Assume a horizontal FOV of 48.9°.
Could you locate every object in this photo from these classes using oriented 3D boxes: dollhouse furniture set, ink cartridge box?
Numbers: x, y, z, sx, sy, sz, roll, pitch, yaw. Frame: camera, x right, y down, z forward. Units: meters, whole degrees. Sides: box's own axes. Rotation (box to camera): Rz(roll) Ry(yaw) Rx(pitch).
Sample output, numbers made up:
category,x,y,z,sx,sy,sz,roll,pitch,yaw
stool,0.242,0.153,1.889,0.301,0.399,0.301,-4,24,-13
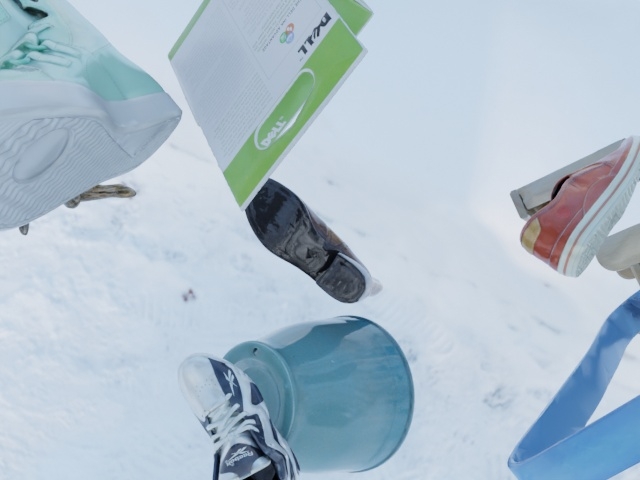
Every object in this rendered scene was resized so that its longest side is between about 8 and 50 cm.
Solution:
category,x,y,z,sx,sy,sz,roll,pitch,yaw
dollhouse furniture set,0.610,0.028,1.479,0.257,0.362,0.393,-27,73,23
ink cartridge box,-0.035,-0.164,0.683,0.097,0.188,0.255,16,35,-43

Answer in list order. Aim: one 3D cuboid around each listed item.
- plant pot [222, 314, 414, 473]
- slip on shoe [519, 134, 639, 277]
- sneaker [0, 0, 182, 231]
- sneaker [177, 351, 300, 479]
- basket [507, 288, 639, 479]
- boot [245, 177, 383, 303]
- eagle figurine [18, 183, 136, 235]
category,x,y,z,sx,sy,sz,roll,pitch,yaw
plant pot,-0.030,0.256,1.146,0.255,0.271,0.271,9,40,-50
slip on shoe,0.401,-0.069,1.045,0.101,0.123,0.331,27,49,28
sneaker,-0.191,-0.095,0.414,0.151,0.094,0.256,43,14,-3
sneaker,-0.112,0.253,0.917,0.094,0.153,0.234,-30,90,-3
basket,0.238,0.010,0.353,0.201,0.289,0.255,53,39,7
boot,0.000,0.000,1.216,0.264,0.280,0.096,37,96,8
eagle figurine,-0.377,-0.172,0.833,0.227,0.298,0.225,-20,29,-3
